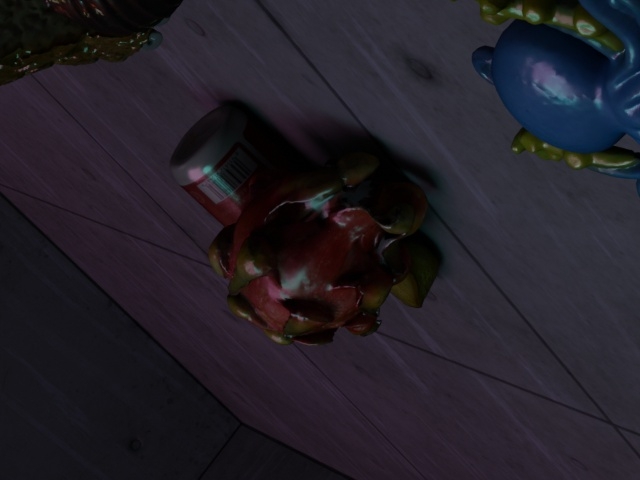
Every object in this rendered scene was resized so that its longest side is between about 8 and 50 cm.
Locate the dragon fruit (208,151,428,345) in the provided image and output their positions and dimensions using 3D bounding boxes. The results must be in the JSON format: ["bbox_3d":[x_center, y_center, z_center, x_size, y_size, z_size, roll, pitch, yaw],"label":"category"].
[{"bbox_3d":[0.006,0.003,2.182,0.243,0.307,0.227,24,-133,-67],"label":"dragon fruit"}]

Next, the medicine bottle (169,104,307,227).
[{"bbox_3d":[-0.077,-0.058,2.369,0.250,0.131,0.131,44,165,-22],"label":"medicine bottle"}]

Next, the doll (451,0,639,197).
[{"bbox_3d":[0.256,-0.138,1.441,0.341,0.099,0.346,9,155,38],"label":"doll"}]

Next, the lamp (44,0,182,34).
[{"bbox_3d":[-0.199,-0.316,1.697,0.247,0.247,0.247,35,166,10],"label":"lamp"}]

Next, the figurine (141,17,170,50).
[{"bbox_3d":[-0.283,-0.312,2.074,0.271,0.143,0.143,32,165,15],"label":"figurine"}]

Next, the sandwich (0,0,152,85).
[{"bbox_3d":[-0.309,-0.301,1.873,0.131,0.325,0.262,142,112,-75],"label":"sandwich"}]

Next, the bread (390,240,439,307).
[{"bbox_3d":[0.097,0.016,2.339,0.149,0.065,0.187,44,170,19],"label":"bread"}]
